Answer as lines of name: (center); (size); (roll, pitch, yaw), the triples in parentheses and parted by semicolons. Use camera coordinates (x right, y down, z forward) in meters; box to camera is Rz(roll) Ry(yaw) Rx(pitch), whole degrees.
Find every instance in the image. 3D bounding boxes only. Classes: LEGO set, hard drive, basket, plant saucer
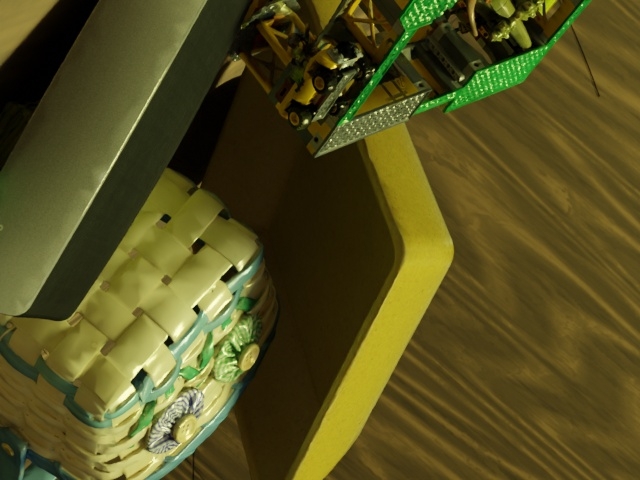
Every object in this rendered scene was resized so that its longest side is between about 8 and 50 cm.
LEGO set: (0.059, -0.212, 1.117); (0.331, 0.192, 0.255); (-27, 163, -34)
hard drive: (-0.119, -0.067, 0.939); (0.255, 0.054, 0.172); (-60, 176, -3)
basket: (-0.159, 0.083, 1.257); (0.255, 0.201, 0.289); (-49, 175, -22)
plant saucer: (0.000, 0.000, 1.317); (0.333, 0.081, 0.333); (115, -33, -43)

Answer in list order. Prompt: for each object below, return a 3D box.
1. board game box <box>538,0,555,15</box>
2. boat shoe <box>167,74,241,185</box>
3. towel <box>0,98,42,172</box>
board game box: (0.131, -0.261, 1.429); (0.092, 0.181, 0.043); (-50, 178, 22)
boat shoe: (-0.087, -0.106, 1.467); (0.152, 0.056, 0.049); (-39, -170, 39)
towel: (-0.169, -0.063, 1.034); (0.102, 0.021, 0.237); (-47, 179, 18)
